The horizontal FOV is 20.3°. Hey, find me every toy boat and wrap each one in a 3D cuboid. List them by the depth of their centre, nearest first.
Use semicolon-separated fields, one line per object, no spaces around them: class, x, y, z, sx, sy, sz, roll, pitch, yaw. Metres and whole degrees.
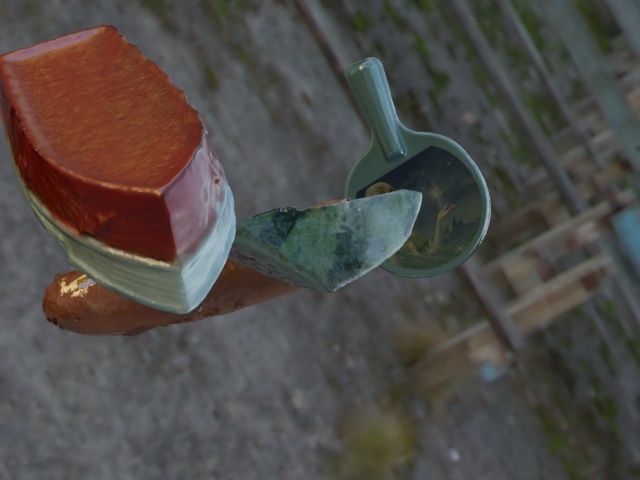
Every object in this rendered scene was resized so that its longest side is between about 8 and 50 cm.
toy boat;-0.156;-0.044;1.386;0.332;0.145;0.133;-130;-154;-55

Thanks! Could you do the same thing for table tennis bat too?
table tennis bat;0.084;-0.075;1.844;0.038;0.149;0.237;-48;118;-78

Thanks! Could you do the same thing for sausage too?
sausage;-0.105;0.032;1.695;0.087;0.327;0.079;61;17;-53

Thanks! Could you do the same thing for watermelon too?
watermelon;0.004;0.000;1.525;0.094;0.180;0.081;-122;-158;-81
